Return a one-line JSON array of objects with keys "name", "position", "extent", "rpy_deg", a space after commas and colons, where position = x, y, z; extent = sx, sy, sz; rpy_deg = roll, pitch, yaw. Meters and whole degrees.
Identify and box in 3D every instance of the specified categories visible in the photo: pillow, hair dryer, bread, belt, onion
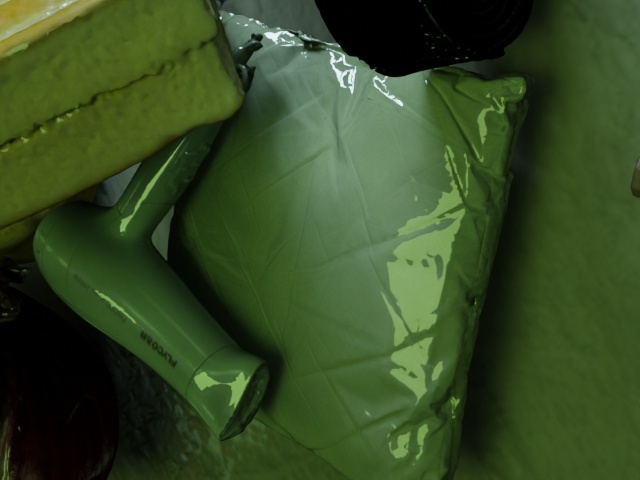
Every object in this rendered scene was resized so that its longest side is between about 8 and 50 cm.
[{"name": "pillow", "position": [0.001, 0.002, 0.690], "extent": [0.281, 0.076, 0.274], "rpy_deg": [21, 107, 40]}, {"name": "hair dryer", "position": [-0.078, -0.021, 0.683], "extent": [0.206, 0.075, 0.237], "rpy_deg": [36, 107, 29]}, {"name": "bread", "position": [-0.184, -0.121, 0.665], "extent": [0.246, 0.239, 0.111], "rpy_deg": [-26, 125, 4]}, {"name": "belt", "position": [0.051, -0.192, 0.555], "extent": [0.078, 0.151, 0.198], "rpy_deg": [-5, 82, 40]}, {"name": "onion", "position": [-0.308, 0.113, 0.824], "extent": [0.314, 0.314, 0.232], "rpy_deg": [26, 102, 33]}]

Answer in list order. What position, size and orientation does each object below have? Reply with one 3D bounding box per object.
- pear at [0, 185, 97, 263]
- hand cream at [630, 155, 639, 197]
[{"name": "pear", "position": [-0.267, -0.063, 0.851], "extent": [0.178, 0.178, 0.178], "rpy_deg": [9, 105, 38]}, {"name": "hand cream", "position": [0.257, -0.005, 0.502], "extent": [0.209, 0.043, 0.067], "rpy_deg": [23, 115, 28]}]
